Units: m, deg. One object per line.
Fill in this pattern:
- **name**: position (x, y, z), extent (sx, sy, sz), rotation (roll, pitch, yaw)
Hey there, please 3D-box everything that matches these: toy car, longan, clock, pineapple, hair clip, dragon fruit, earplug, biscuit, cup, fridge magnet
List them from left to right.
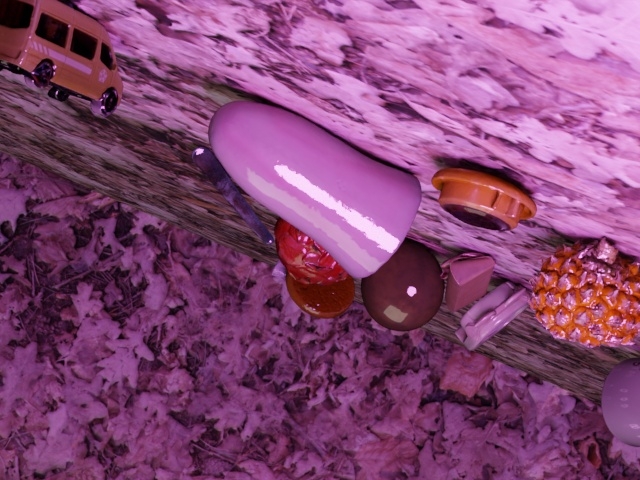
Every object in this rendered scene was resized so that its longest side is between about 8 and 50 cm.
- **toy car**: position (-0.350, -0.254, 1.501), extent (0.101, 0.124, 0.257), rotation (20, -179, 21)
- **hair clip**: position (-0.161, -0.079, 2.091), extent (0.229, 0.039, 0.070), rotation (53, -176, 22)
- **earplug**: position (-0.028, -0.092, 1.583), extent (0.301, 0.172, 0.172), rotation (31, 170, -21)
- **dragon fruit**: position (0.000, 0.000, 2.059), extent (0.172, 0.172, 0.209), rotation (21, 164, 10)
- **biscuit**: position (0.000, 0.044, 2.167), extent (0.180, 0.236, 0.039), rotation (16, 142, -18)
- **longan**: position (0.151, 0.081, 2.189), extent (0.159, 0.184, 0.204), rotation (-5, -136, -31)
- **fridge magnet**: position (0.211, -0.054, 1.469), extent (0.143, 0.063, 0.143), rotation (19, 171, 3)
- **clock**: position (0.336, 0.139, 2.181), extent (0.062, 0.151, 0.191), rotation (52, 173, 13)
- **pineapple**: position (0.383, 0.052, 1.569), extent (0.176, 0.136, 0.161), rotation (26, -142, 23)
- **cup**: position (0.743, 0.323, 2.280), extent (0.258, 0.186, 0.234), rotation (-6, 176, -24)

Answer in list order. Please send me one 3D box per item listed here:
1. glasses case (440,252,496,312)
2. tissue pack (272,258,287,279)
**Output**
- **glasses case**: position (0.272, 0.057, 2.064), extent (0.070, 0.103, 0.193), rotation (59, 173, 18)
- **tissue pack**: position (-0.015, 0.015, 2.226), extent (0.123, 0.193, 0.026), rotation (22, 140, -6)
